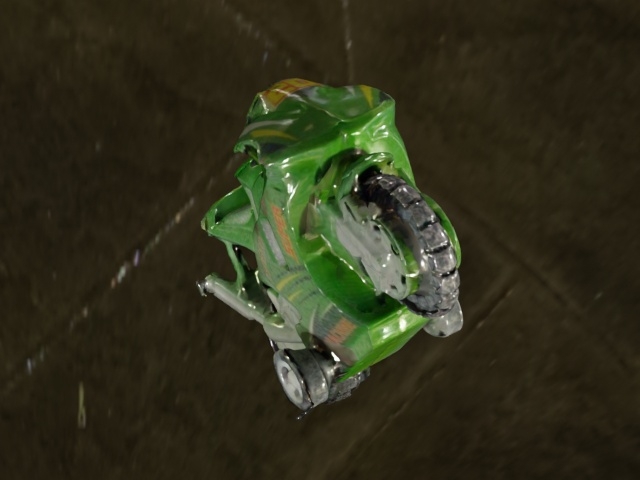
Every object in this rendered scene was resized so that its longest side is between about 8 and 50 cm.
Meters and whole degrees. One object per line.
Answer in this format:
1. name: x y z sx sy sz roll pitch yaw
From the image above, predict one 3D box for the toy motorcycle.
1. toy motorcycle: 0.000 0.000 0.728 0.074 0.190 0.106 -27 82 -20
